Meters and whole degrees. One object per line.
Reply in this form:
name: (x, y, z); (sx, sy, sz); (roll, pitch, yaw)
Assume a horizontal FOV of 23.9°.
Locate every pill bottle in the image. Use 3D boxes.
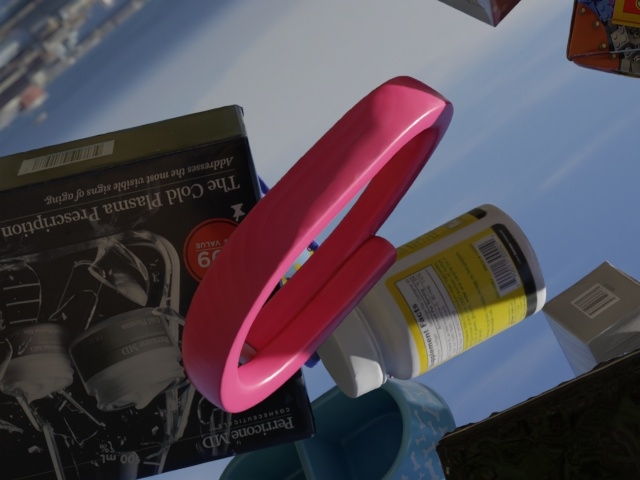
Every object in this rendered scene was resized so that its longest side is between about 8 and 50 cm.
pill bottle: (0.098, 0.059, 1.438); (0.208, 0.119, 0.119); (-26, -174, -14)

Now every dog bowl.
dog bowl: (0.005, 0.253, 1.610); (0.297, 0.074, 0.166); (-36, -130, 19)

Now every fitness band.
fitness band: (0.000, 0.000, 1.120); (0.291, 0.054, 0.209); (-48, 162, -26)

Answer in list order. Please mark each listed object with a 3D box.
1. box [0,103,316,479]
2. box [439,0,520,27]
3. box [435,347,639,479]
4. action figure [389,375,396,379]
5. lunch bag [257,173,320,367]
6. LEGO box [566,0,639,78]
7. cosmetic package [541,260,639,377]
box: (-0.206, 0.064, 1.500); (0.343, 0.313, 0.179); (-14, -164, -2)
box: (0.175, -0.331, 1.555); (0.130, 0.091, 0.170); (-47, 148, -19)
box: (0.251, 0.257, 0.983); (0.182, 0.296, 0.294); (-27, 149, 21)
action figure: (0.092, 0.135, 2.030); (0.038, 0.030, 0.115); (-28, -122, 48)
lunch bag: (-0.108, 0.067, 2.049); (0.221, 0.293, 0.138); (-38, 168, -25)
LEGO box: (0.585, -0.250, 1.712); (0.500, 0.193, 0.372); (-1, -166, -45)
cosmetic package: (0.351, 0.158, 1.676); (0.107, 0.238, 0.127); (-35, -155, -5)
